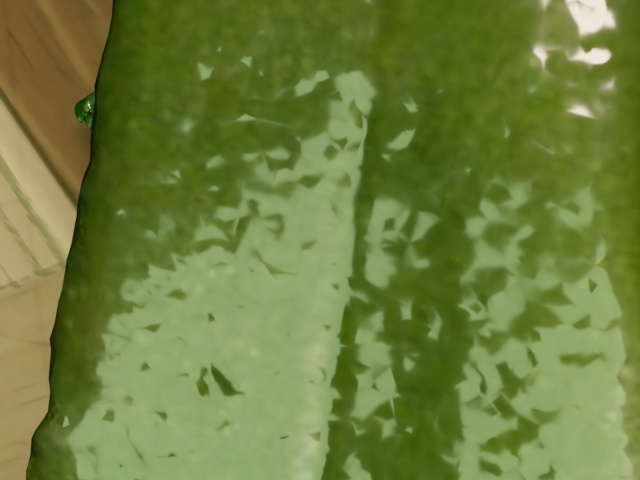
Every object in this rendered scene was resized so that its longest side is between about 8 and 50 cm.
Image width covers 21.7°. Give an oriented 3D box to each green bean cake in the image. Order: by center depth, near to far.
[{"bbox_3d":[0.034,0.004,0.536,0.222,0.125,0.248,12,101,17],"label":"green bean cake"}]

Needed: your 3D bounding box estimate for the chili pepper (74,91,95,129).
[{"bbox_3d":[0.000,0.000,0.637,0.227,0.059,0.088,32,107,12],"label":"chili pepper"}]
